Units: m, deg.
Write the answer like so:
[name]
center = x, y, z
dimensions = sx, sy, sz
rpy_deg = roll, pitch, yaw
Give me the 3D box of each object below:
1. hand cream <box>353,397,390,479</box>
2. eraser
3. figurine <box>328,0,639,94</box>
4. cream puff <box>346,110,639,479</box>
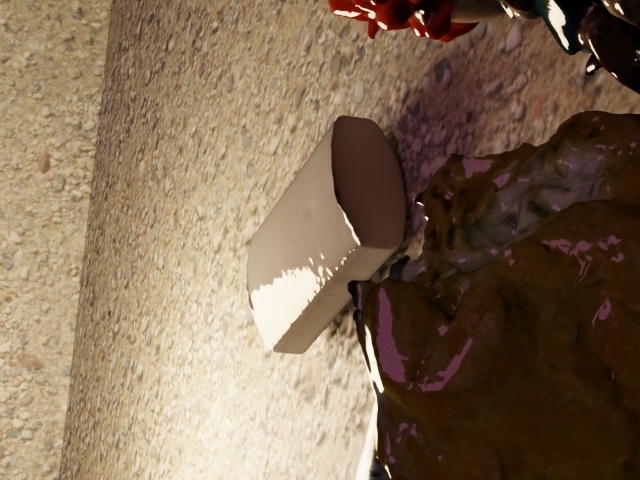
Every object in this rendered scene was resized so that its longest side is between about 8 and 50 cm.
[hand cream]
center = 0.074, 0.209, 1.337
dimensions = 0.088, 0.055, 0.256
rpy_deg = -114, 31, -55
[eraser]
center = 0.000, 0.000, 1.492
dimensions = 0.270, 0.095, 0.174
rpy_deg = 129, 141, -49
[figurine]
center = 0.154, -0.218, 0.911
dimensions = 0.412, 0.306, 0.241
rpy_deg = 32, 106, 27
[cream puff]
center = 0.188, 0.077, 0.899
dimensions = 0.323, 0.270, 0.274
rpy_deg = -56, -43, -51
